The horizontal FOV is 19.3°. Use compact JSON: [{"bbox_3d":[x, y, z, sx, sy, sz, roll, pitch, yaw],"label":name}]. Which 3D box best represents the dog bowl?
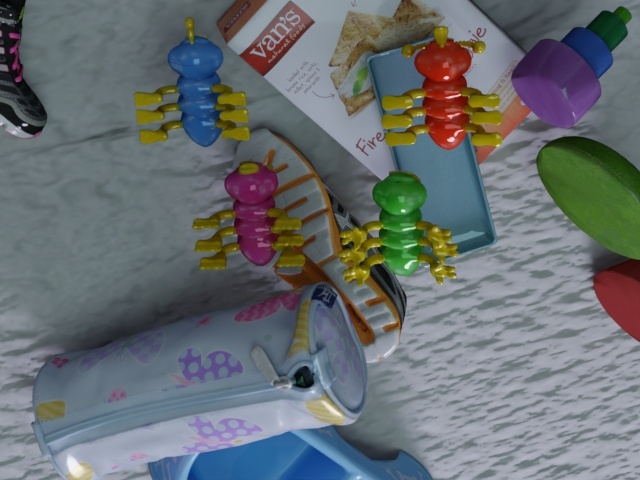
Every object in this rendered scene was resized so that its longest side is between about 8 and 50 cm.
[{"bbox_3d":[-0.014,0.233,1.665,0.297,0.074,0.166,37,101,-23],"label":"dog bowl"}]

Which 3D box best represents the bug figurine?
[{"bbox_3d":[0.002,-0.069,1.462,0.279,0.072,0.216,2,116,7],"label":"bug figurine"}]

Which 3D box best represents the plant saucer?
[{"bbox_3d":[0.089,-0.072,1.513,0.067,0.018,0.192,-18,115,-2],"label":"plant saucer"}]

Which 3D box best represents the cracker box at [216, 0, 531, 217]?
[{"bbox_3d":[0.054,-0.150,1.518,0.232,0.067,0.155,39,101,-22],"label":"cracker box"}]

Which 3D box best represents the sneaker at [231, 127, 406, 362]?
[{"bbox_3d":[0.000,0.000,1.570,0.084,0.083,0.215,-27,98,26],"label":"sneaker"}]

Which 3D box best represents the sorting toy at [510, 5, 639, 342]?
[{"bbox_3d":[0.274,-0.053,1.571,0.126,0.127,0.365,-45,131,-17],"label":"sorting toy"}]

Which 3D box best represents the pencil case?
[{"bbox_3d":[-0.097,0.120,1.526,0.273,0.124,0.113,-15,113,22],"label":"pencil case"}]

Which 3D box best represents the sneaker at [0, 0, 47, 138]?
[{"bbox_3d":[-0.250,-0.158,1.456,0.075,0.063,0.170,-28,110,8],"label":"sneaker"}]
